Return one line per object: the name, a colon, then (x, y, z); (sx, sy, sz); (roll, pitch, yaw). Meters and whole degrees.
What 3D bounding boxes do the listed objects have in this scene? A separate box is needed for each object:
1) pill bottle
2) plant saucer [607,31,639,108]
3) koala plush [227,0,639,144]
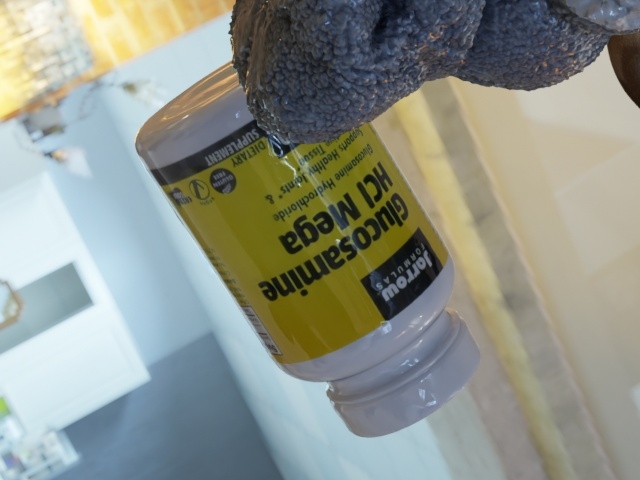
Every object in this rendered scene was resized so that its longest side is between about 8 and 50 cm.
pill bottle: (0.000, 0.000, 1.217); (0.334, 0.188, 0.188); (57, -14, -15)
plant saucer: (0.332, -0.180, 1.128); (0.199, 0.198, 0.036); (57, 5, 18)
koala plush: (0.074, -0.142, 0.781); (0.196, 0.221, 0.203); (167, -71, -70)
